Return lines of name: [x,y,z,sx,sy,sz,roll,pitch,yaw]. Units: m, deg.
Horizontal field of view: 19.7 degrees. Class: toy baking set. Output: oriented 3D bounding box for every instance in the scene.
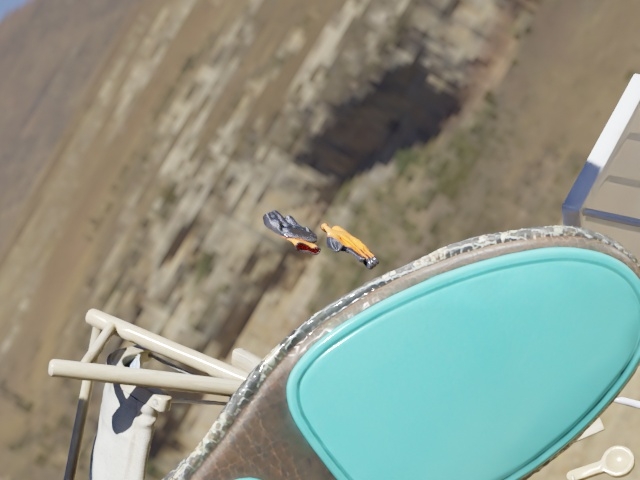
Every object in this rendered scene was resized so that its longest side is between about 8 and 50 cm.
toy baking set: [0.229,0.275,2.014,0.256,0.197,0.030,-45,-35,-7]

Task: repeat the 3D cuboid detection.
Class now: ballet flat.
ballet flat: [-0.016,0.147,1.147,0.483,0.164,0.182,-38,10,-10]

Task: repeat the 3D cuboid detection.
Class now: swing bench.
swing bench: [-0.168,0.241,1.978,0.165,0.255,0.253,-65,-11,-70]

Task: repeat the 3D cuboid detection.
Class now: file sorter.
file sorter: [0.354,0.018,1.757,0.193,0.173,0.277,-57,-32,-36]

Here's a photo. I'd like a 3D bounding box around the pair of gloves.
pair of gloves: [0.000,0.000,1.352,0.074,0.083,0.010,42,115,57]
